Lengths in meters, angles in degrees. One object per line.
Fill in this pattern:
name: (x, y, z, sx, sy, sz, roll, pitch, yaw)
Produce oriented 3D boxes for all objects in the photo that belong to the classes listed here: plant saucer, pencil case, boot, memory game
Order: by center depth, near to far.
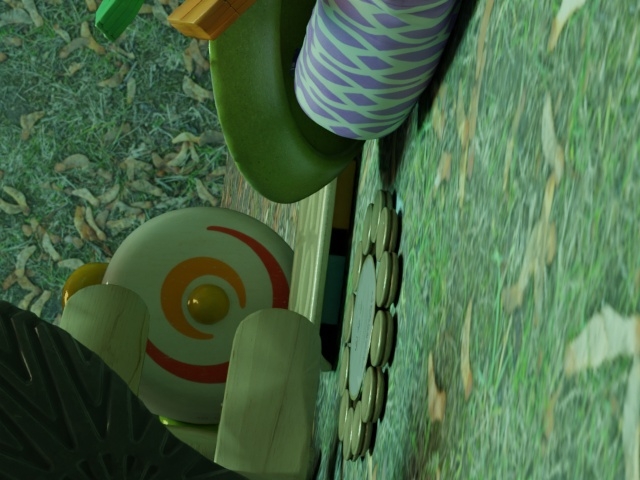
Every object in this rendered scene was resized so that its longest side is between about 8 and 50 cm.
pencil case: (0.038, -0.134, 1.163, 0.088, 0.086, 0.206, -62, -1, -21)
boot: (-0.168, 0.190, 1.275, 0.146, 0.367, 0.445, -57, 6, -16)
memory game: (0.032, 0.058, 1.309, 0.186, 0.012, 0.186, -173, 90, -84)
plant saucer: (-0.003, -0.144, 1.327, 0.241, 0.037, 0.241, 5, -90, -65)

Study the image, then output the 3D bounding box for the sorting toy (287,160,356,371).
sorting toy: (0.000, 0.000, 1.601, 0.193, 0.038, 0.208, 175, 97, -84)

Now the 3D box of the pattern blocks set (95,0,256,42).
pattern blocks set: (-0.020, -0.231, 1.174, 0.325, 0.026, 0.285, -29, 31, 37)

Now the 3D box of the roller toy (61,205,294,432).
roller toy: (-0.108, 0.069, 1.753, 0.191, 0.209, 0.146, -43, -6, -17)

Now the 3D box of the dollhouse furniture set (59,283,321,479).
dollhouse furniture set: (-0.201, 0.143, 1.604, 0.362, 0.394, 0.256, 102, 176, -55)
